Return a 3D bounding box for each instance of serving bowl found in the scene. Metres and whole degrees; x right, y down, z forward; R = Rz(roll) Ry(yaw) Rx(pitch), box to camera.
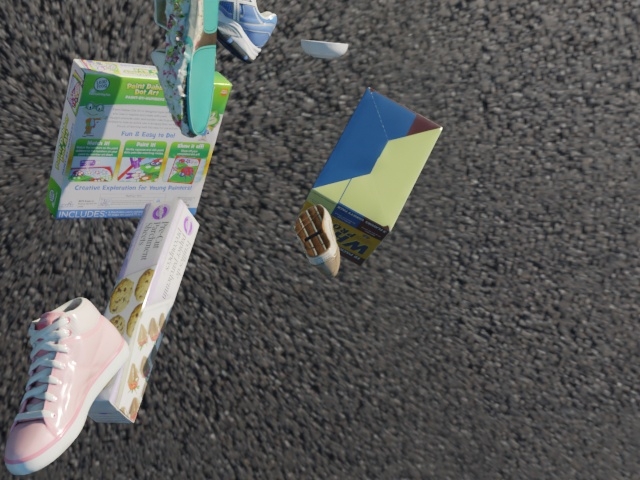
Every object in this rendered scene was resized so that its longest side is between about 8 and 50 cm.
[{"bbox_3d":[0.005,-0.330,1.550,0.083,0.083,0.027,2,104,-15],"label":"serving bowl"}]

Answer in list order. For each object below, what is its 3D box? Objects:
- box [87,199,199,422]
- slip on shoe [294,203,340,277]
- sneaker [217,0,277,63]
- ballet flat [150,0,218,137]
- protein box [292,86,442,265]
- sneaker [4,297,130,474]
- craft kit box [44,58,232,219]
[{"bbox_3d":[-0.245,0.090,1.219,0.063,0.067,0.324,60,35,-47],"label":"box"},{"bbox_3d":[0.000,0.000,1.172,0.051,0.135,0.041,-29,120,4],"label":"slip on shoe"},{"bbox_3d":[-0.143,-0.338,1.216,0.081,0.080,0.211,-47,130,-2],"label":"sneaker"},{"bbox_3d":[-0.168,-0.250,1.104,0.077,0.091,0.241,12,104,19],"label":"ballet flat"},{"bbox_3d":[0.070,-0.097,1.443,0.136,0.201,0.200,29,71,-1],"label":"protein box"},{"bbox_3d":[-0.187,0.093,0.620,0.051,0.134,0.070,-11,120,29],"label":"sneaker"},{"bbox_3d":[-0.285,-0.152,1.404,0.249,0.061,0.247,-2,127,-38],"label":"craft kit box"}]
